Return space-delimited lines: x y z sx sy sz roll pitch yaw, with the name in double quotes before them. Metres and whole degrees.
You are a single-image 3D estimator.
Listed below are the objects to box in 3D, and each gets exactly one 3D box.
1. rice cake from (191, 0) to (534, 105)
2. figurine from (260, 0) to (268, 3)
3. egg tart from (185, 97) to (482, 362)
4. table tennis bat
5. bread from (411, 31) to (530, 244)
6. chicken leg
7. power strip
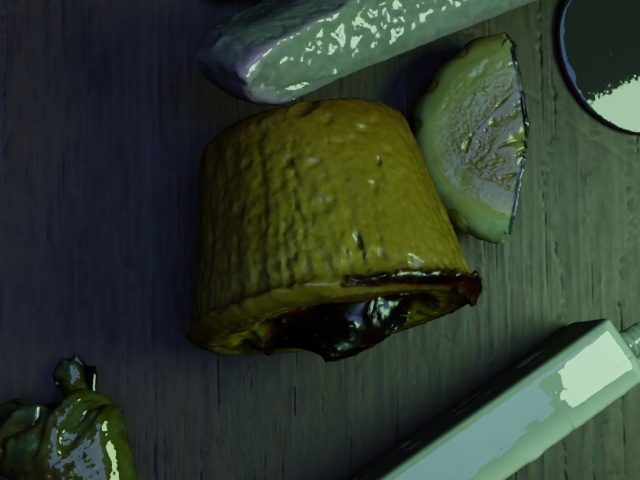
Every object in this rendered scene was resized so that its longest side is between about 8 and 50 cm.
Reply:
"rice cake" 0.089 -0.185 1.162 0.399 0.070 0.064 -25 123 -25
"figurine" -0.037 -0.201 1.193 0.149 0.087 0.086 30 127 5
"egg tart" 0.000 0.000 1.122 0.215 0.215 0.170 -9 77 -10
"table tennis bat" 0.315 -0.191 1.275 0.274 0.021 0.154 -31 92 -8
"bread" 0.112 -0.072 1.200 0.094 0.083 0.157 -12 87 -8
"chicken leg" -0.149 0.291 1.108 0.201 0.153 0.429 -14 81 -2
"power strip" 0.114 0.153 1.179 0.338 0.098 0.058 -33 90 -10
